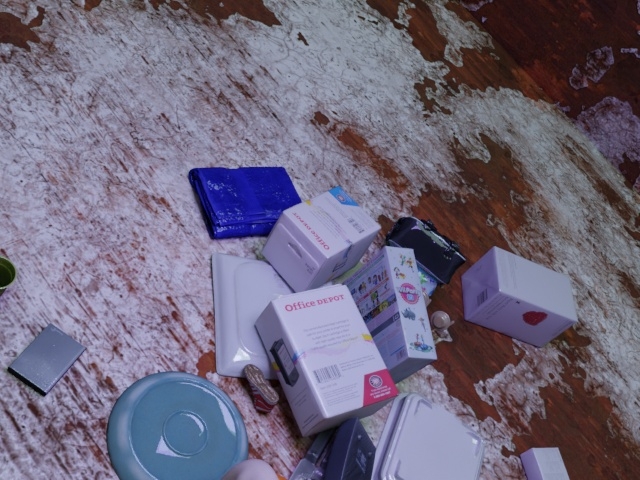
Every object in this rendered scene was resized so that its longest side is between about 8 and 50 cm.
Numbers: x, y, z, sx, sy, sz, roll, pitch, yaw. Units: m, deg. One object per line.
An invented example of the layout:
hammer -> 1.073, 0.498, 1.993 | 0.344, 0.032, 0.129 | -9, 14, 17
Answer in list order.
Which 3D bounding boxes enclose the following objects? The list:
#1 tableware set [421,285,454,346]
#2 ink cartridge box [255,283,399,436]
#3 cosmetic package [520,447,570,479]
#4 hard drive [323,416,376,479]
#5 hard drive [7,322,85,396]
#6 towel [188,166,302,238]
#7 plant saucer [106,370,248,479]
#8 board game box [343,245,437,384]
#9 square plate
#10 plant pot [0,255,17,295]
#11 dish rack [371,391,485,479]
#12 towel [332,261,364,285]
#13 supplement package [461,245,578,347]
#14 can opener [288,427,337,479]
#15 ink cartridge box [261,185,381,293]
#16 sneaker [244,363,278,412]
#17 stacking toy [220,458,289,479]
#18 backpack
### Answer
tableware set -> 0.274, 0.218, 2.105 | 0.169, 0.141, 0.020 | 51, 25, 13
ink cartridge box -> 0.012, 0.277, 1.803 | 0.226, 0.131, 0.306 | -8, 60, -35
cosmetic package -> 0.616, 0.672, 2.018 | 0.098, 0.060, 0.239 | 7, 52, -27
hard drive -> 0.059, 0.539, 1.688 | 0.172, 0.054, 0.255 | 63, 33, -43
hard drive -> -0.568, 0.246, 1.592 | 0.094, 0.022, 0.135 | 36, 43, -3
towel -> -0.190, -0.117, 2.106 | 0.308, 0.076, 0.228 | -5, 60, -37
plant saucer -> -0.292, 0.415, 1.629 | 0.317, 0.044, 0.318 | 18, 48, -21
board game box -> 0.173, 0.199, 1.965 | 0.097, 0.224, 0.303 | 6, 59, -30
square plate -> -0.099, 0.189, 1.927 | 0.347, 0.049, 0.344 | 10, 53, -25
plant pot -> -0.687, 0.086, 1.601 | 0.083, 0.079, 0.083 | 19, 47, -22
dish rack -> 0.280, 0.545, 1.890 | 0.285, 0.072, 0.333 | 34, 43, -5
towel -> 0.094, 0.115, 2.144 | 0.110, 0.027, 0.148 | 47, 43, 7
supplement package -> 0.603, 0.176, 2.328 | 0.293, 0.177, 0.175 | 20, 46, -18
can opener -> -0.005, 0.510, 1.735 | 0.076, 0.095, 0.283 | 25, 32, 12
ink cartridge box -> 0.000, 0.000, 1.983 | 0.171, 0.168, 0.232 | 46, 43, 17
sneaker -> -0.145, 0.347, 1.775 | 0.042, 0.067, 0.118 | -19, 56, -36
stacking toy -> 0.020, 0.626, 1.453 | 0.479, 0.350, 0.351 | 18, 47, -25
backpack -> 0.282, 0.042, 2.197 | 0.225, 0.191, 0.253 | 39, 4, -2
